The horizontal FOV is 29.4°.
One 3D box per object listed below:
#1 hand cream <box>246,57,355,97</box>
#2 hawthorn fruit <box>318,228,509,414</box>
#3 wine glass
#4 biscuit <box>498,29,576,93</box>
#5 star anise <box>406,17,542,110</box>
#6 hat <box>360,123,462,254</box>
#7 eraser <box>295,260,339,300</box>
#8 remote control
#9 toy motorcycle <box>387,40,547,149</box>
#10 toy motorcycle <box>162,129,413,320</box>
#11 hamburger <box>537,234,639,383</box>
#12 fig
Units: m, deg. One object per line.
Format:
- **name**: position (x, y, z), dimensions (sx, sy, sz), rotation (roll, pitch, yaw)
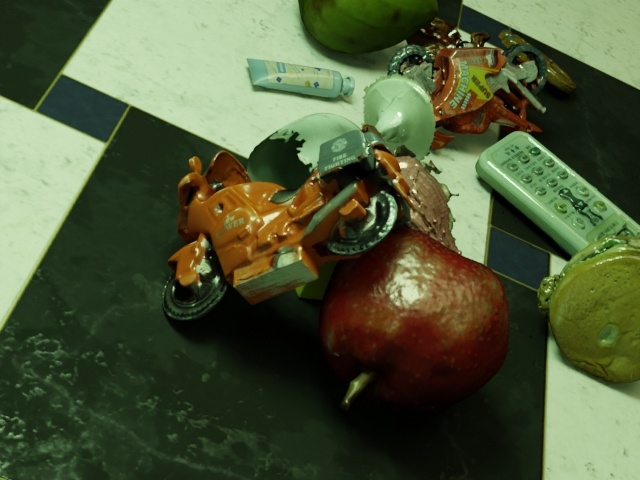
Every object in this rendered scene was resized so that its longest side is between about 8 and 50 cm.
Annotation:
- **hand cream**: position (-0.030, -0.248, 1.880), dimensions (0.170, 0.043, 0.065), rotation (5, 42, -22)
- **hawthorn fruit**: position (0.093, 0.106, 1.415), dimensions (0.230, 0.210, 0.266), rotation (42, 41, 9)
- **wine glass**: position (0.033, -0.128, 1.706), dimensions (0.143, 0.143, 0.321), rotation (40, 41, 14)
- **biscuit**: position (0.399, -0.326, 2.217), dimensions (0.175, 0.026, 0.124), rotation (31, 21, -21)
- **star anise**: position (0.250, -0.298, 2.081), dimensions (0.288, 0.088, 0.288), rotation (18, 41, -16)
- **hat**: position (0.129, -0.042, 1.595), dimensions (0.286, 0.107, 0.237), rotation (49, 6, -27)
- **eraser**: position (0.000, 0.000, 1.547), dimensions (0.045, 0.122, 0.097), rotation (7, 42, -23)
- **remote control**: position (0.389, -0.034, 1.878), dimensions (0.335, 0.065, 0.128), rotation (43, 47, 18)
- **toy motorcycle**: position (0.232, -0.232, 1.930), dimensions (0.298, 0.171, 0.089), rotation (-5, 8, -27)
- **toy motorcycle**: position (-0.046, -0.034, 1.431), dimensions (0.148, 0.325, 0.221), rotation (49, 27, -43)
- **hamburger**: position (0.407, 0.084, 1.667), dimensions (0.215, 0.189, 0.122), rotation (23, 28, -6)
- **fig**: position (0.081, -0.394, 1.999), dimensions (0.225, 0.203, 0.203), rotation (18, 38, -22)
